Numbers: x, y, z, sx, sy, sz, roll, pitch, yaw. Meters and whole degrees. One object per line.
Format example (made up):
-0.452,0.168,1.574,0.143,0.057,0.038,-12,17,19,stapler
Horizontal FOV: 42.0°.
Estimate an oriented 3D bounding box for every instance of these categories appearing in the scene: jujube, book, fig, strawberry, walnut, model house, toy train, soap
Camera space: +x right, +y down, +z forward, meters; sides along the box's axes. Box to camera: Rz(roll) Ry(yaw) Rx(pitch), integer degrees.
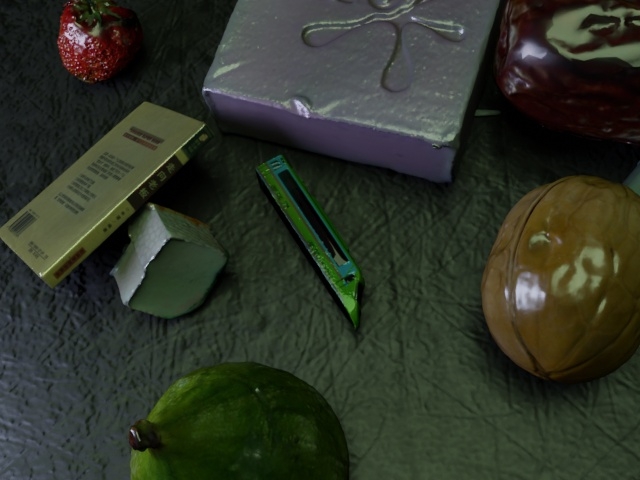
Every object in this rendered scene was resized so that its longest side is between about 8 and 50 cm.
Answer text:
0.306,-0.193,0.850,0.243,0.183,0.183,10,69,0,jujube
-0.236,-0.059,0.906,0.231,0.026,0.161,-45,37,-14,book
-0.078,0.189,0.723,0.203,0.235,0.203,-4,64,8,fig
-0.264,-0.238,0.999,0.106,0.106,0.106,-2,68,5,strawberry
0.240,0.033,0.793,0.167,0.167,0.207,19,72,13,walnut
-0.167,0.015,0.892,0.101,0.087,0.100,-55,44,17,model house
0.000,0.000,0.895,0.042,0.044,0.209,-30,69,-9,toy train
0.051,-0.229,0.952,0.296,0.107,0.285,13,71,14,soap

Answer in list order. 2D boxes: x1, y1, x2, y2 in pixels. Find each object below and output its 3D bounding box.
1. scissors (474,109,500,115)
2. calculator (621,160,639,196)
0.165,-0.147,0.960,0.083,0.006,0.036,0,66,6,scissors
0.400,-0.050,0.875,0.141,0.045,0.246,38,75,18,calculator
